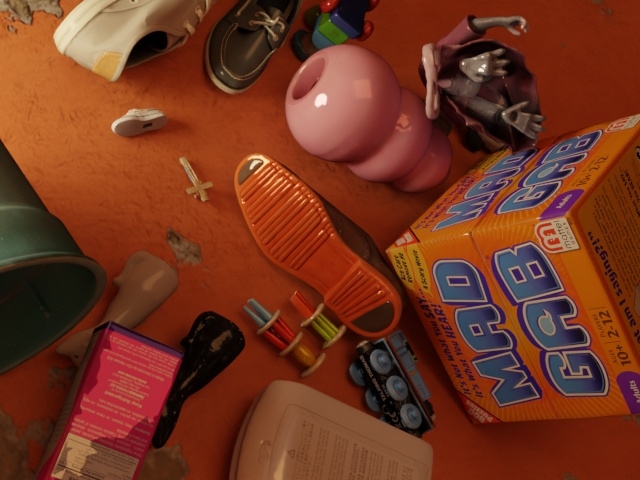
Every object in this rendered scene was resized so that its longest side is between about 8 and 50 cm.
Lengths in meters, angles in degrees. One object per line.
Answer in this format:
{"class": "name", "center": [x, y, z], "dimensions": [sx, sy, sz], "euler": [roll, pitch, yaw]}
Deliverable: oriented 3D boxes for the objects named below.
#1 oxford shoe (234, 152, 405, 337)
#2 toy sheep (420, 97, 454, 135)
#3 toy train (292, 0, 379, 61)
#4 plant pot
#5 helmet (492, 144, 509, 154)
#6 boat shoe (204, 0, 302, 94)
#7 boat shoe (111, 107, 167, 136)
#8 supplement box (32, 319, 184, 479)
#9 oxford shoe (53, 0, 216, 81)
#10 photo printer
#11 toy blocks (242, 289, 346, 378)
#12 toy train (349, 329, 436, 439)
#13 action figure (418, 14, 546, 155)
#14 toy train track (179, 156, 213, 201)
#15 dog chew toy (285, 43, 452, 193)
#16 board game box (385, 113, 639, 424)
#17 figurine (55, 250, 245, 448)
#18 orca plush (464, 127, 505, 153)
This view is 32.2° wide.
{"class": "oxford shoe", "center": [0.000, 0.000, 1.830], "dimensions": [0.364, 0.130, 0.133], "euler": [50, 23, -3]}
{"class": "toy sheep", "center": [0.211, -0.227, 2.112], "dimensions": [0.091, 0.091, 0.132], "euler": [33, 45, -17]}
{"class": "toy train", "center": [0.029, -0.446, 2.067], "dimensions": [0.105, 0.143, 0.248], "euler": [36, 44, -26]}
{"class": "plant pot", "center": [-0.488, -0.019, 1.339], "dimensions": [0.341, 0.341, 0.334], "euler": [-18, 70, -41]}
{"class": "helmet", "center": [0.391, -0.114, 2.130], "dimensions": [0.169, 0.169, 0.162], "euler": [-41, 109, -43]}
{"class": "boat shoe", "center": [-0.107, -0.387, 1.954], "dimensions": [0.116, 0.099, 0.319], "euler": [37, 49, -15]}
{"class": "boat shoe", "center": [-0.292, -0.192, 1.760], "dimensions": [0.100, 0.035, 0.035], "euler": [-19, 51, -37]}
{"class": "supplement box", "center": [-0.275, 0.230, 1.434], "dimensions": [0.114, 0.111, 0.220], "euler": [26, 72, -16]}
{"class": "oxford shoe", "center": [-0.238, -0.393, 1.821], "dimensions": [0.130, 0.169, 0.449], "euler": [47, 55, -1]}
{"class": "photo printer", "center": [0.010, 0.361, 1.622], "dimensions": [0.307, 0.107, 0.256], "euler": [27, 52, -21]}
{"class": "toy blocks", "center": [-0.044, 0.126, 1.748], "dimensions": [0.148, 0.054, 0.123], "euler": [45, 49, -7]}
{"class": "toy train", "center": [0.124, 0.238, 1.796], "dimensions": [0.105, 0.080, 0.184], "euler": [-22, 80, -48]}
{"class": "action figure", "center": [0.247, -0.268, 1.968], "dimensions": [0.275, 0.370, 0.248], "euler": [-7, 111, -16]}
{"class": "toy train track", "center": [-0.204, -0.096, 1.782], "dimensions": [0.048, 0.014, 0.083], "euler": [-21, 73, -34]}
{"class": "dog chew toy", "center": [0.100, -0.195, 1.944], "dimensions": [0.331, 0.206, 0.207], "euler": [33, 50, -28]}
{"class": "board game box", "center": [0.402, 0.052, 1.855], "dimensions": [0.356, 0.356, 0.357], "euler": [-42, 111, -43]}
{"class": "figurine", "center": [-0.244, 0.154, 1.570], "dimensions": [0.215, 0.092, 0.209], "euler": [43, 52, -8]}
{"class": "orca plush", "center": [0.374, -0.240, 2.230], "dimensions": [0.287, 0.151, 0.102], "euler": [22, 23, -22]}
